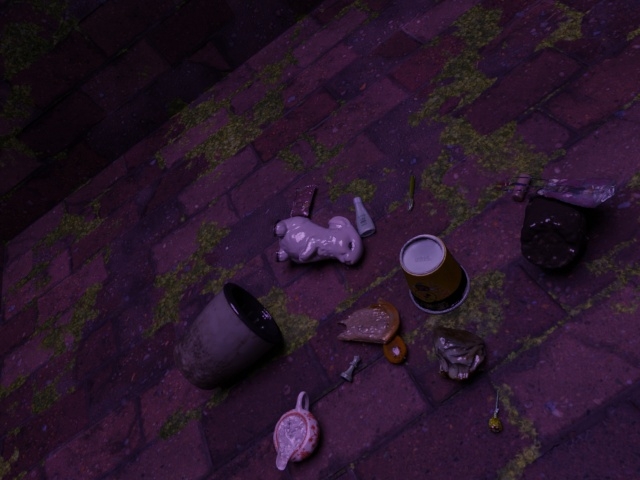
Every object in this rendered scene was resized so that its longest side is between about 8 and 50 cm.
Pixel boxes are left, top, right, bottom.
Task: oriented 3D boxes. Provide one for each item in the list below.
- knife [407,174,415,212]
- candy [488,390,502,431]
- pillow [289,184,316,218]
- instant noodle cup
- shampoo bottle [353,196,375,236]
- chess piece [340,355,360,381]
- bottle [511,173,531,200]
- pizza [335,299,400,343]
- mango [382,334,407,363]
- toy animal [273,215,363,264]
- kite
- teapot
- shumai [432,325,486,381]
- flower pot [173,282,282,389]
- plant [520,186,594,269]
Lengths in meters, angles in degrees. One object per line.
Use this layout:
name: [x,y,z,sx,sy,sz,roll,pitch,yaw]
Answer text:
knife: [0.363,-0.188,1.970,0.026,0.022,0.183,-27,44,47]
candy: [0.502,0.485,1.405,0.035,0.035,0.122,-12,42,38]
pillow: [-0.079,-0.171,2.208,0.118,0.043,0.184,-9,51,33]
instant noodle cup: [0.365,0.100,1.620,0.216,0.236,0.215,-14,53,19]
shampoo bottle: [0.171,-0.099,2.008,0.069,0.041,0.190,-28,48,18]
chess piece: [0.107,0.430,1.672,0.042,0.042,0.093,16,60,38]
bottle: [0.709,-0.188,1.747,0.045,0.045,0.096,14,67,37]
pizza: [0.160,0.284,1.722,0.262,0.034,0.181,-10,38,34]
mango: [0.243,0.355,1.632,0.079,0.057,0.114,-36,39,9]
toy animal: [0.000,0.000,1.966,0.358,0.193,0.257,2,34,14]
kite: [0.714,-0.163,1.538,0.361,0.022,0.204,10,35,42]
teapot: [-0.074,0.615,1.598,0.159,0.116,0.245,-18,52,35]
shumai: [0.411,0.350,1.512,0.184,0.184,0.141,21,100,39]
flower pot: [-0.353,0.372,1.830,0.330,0.294,0.293,-45,47,5]
plant: [0.730,-0.043,1.532,0.199,0.188,0.276,5,35,34]
